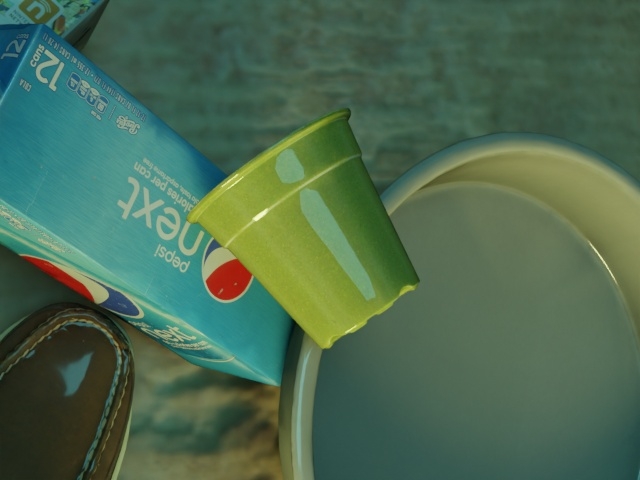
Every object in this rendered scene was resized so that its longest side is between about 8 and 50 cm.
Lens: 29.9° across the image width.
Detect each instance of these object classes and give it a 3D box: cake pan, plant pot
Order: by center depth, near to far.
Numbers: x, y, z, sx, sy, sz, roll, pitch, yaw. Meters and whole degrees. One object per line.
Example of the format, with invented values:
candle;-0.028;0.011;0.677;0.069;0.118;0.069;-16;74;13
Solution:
plant pot;0.000;0.000;0.505;0.083;0.083;0.079;-34;87;-23
cake pan;0.098;0.093;0.619;0.293;0.054;0.293;3;84;-33

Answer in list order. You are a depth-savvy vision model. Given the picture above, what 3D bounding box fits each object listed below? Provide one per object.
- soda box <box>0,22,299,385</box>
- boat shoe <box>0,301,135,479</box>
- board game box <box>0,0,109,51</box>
soda box;-0.087;-0.010;0.541;0.210;0.067;0.071;40;66;-44
boat shoe;-0.153;0.140;0.526;0.095;0.095;0.257;30;71;-12
board game box;-0.278;-0.082;0.526;0.224;0.097;0.303;44;68;-8
